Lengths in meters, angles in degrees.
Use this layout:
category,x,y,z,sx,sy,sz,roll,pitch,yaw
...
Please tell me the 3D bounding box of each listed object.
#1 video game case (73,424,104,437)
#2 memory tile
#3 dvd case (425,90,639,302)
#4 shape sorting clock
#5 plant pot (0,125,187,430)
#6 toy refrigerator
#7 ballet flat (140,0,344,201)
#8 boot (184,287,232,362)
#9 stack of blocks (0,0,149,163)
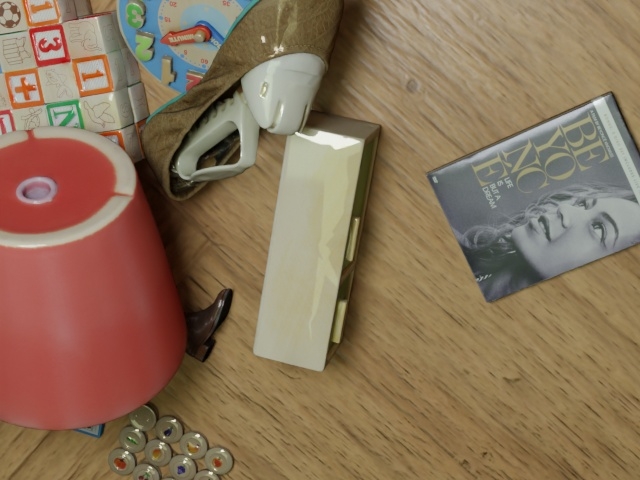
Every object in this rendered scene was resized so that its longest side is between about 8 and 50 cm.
category,x,y,z,sx,sy,sz,roll,pitch,yaw
video game case,-0.345,0.172,1.560,0.166,0.015,0.119,16,108,9
memory tile,-0.189,0.277,1.552,0.148,0.012,0.113,30,109,5
dvd case,0.249,-0.044,1.355,0.221,0.018,0.164,-24,98,18
shape sorting clock,-0.126,-0.233,1.350,0.206,0.040,0.206,11,138,10
plant pot,-0.287,0.028,1.332,0.275,0.275,0.243,12,135,10
toy refrigerator,0.000,0.000,1.383,0.094,0.102,0.269,13,107,10
ballet flat,-0.079,-0.143,1.303,0.342,0.116,0.124,-35,59,40
boot,-0.172,0.080,1.485,0.114,0.037,0.106,28,107,10
stack of blocks,-0.310,-0.224,1.406,0.171,0.087,0.297,-7,103,15
